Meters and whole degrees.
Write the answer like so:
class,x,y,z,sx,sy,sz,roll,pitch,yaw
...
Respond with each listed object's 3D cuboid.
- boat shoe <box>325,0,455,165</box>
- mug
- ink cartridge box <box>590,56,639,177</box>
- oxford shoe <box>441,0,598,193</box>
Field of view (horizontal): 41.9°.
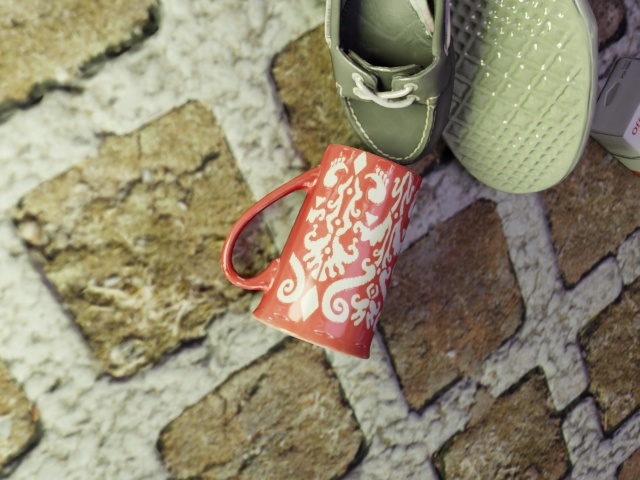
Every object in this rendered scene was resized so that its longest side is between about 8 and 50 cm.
class,x,y,z,sx,sy,sz,roll,pitch,yaw
boat shoe,0.049,-0.191,0.666,0.095,0.112,0.335,-64,156,-49
mug,0.007,0.003,0.740,0.150,0.113,0.169,22,88,-37
ink cartridge box,0.384,-0.137,0.972,0.135,0.056,0.099,27,90,-36
oxford shoe,0.151,-0.241,0.744,0.449,0.169,0.130,66,32,-30
